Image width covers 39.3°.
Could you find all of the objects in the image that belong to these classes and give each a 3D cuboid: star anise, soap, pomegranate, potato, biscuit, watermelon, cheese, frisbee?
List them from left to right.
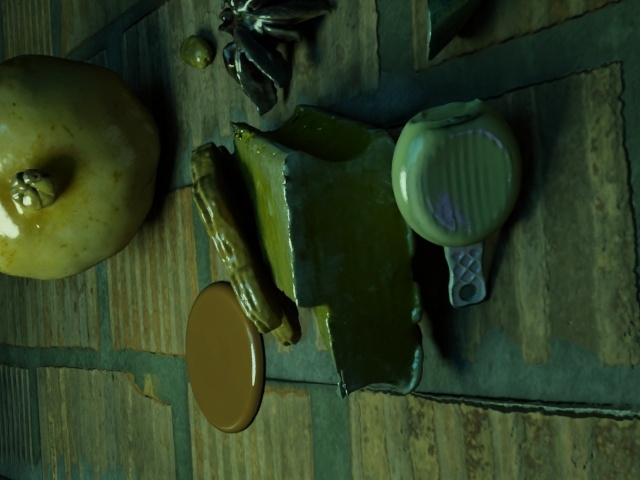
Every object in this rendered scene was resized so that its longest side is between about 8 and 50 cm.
[{"bbox_3d":[-0.486,-0.124,1.592,0.411,0.411,0.412,4,95,55],"label":"pomegranate"},{"bbox_3d":[-0.208,-0.314,1.494,0.083,0.040,0.051,36,125,50],"label":"potato"},{"bbox_3d":[-0.163,0.192,1.473,0.251,0.021,0.251,6,97,54],"label":"frisbee"},{"bbox_3d":[-0.102,0.005,1.199,0.269,0.051,0.376,61,-175,-29],"label":"biscuit"},{"bbox_3d":[-0.088,-0.316,1.262,0.212,0.129,0.283,12,110,60],"label":"star anise"},{"bbox_3d":[0.000,0.000,1.116,0.338,0.169,0.304,-140,41,-68],"label":"soap"},{"bbox_3d":[0.139,-0.284,0.983,0.094,0.081,0.180,155,126,-69],"label":"watermelon"},{"bbox_3d":[0.147,-0.031,0.943,0.064,0.137,0.227,-115,15,-67],"label":"cheese"}]
